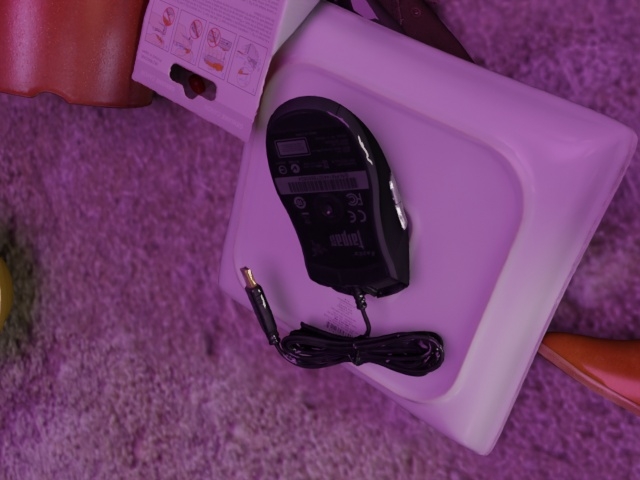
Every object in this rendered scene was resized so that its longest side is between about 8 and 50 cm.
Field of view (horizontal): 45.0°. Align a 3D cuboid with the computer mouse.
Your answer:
[{"bbox_3d":[0.000,0.000,0.671,0.184,0.060,0.262,-7,116,34],"label":"computer mouse"}]

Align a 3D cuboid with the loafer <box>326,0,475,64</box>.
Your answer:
[{"bbox_3d":[0.037,-0.213,0.746,0.366,0.130,0.134,55,134,5],"label":"loafer"}]

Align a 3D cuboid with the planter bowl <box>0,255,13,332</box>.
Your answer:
[{"bbox_3d":[-0.444,0.063,0.940,0.217,0.090,0.217,0,91,20],"label":"planter bowl"}]

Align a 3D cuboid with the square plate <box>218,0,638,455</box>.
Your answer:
[{"bbox_3d":[0.048,-0.009,0.698,0.347,0.049,0.344,30,123,24],"label":"square plate"}]

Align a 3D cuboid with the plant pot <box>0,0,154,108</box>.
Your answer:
[{"bbox_3d":[-0.257,-0.282,0.783,0.273,0.272,0.265,16,105,19],"label":"plant pot"}]

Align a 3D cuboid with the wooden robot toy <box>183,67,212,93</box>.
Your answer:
[{"bbox_3d":[-0.121,-0.207,0.819,0.076,0.173,0.079,-29,36,-16],"label":"wooden robot toy"}]

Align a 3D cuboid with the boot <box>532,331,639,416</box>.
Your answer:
[{"bbox_3d":[0.353,0.070,0.653,0.295,0.104,0.211,24,94,13],"label":"boot"}]

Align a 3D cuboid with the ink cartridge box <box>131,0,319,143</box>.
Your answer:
[{"bbox_3d":[-0.077,-0.223,0.687,0.181,0.056,0.224,32,117,34],"label":"ink cartridge box"}]
